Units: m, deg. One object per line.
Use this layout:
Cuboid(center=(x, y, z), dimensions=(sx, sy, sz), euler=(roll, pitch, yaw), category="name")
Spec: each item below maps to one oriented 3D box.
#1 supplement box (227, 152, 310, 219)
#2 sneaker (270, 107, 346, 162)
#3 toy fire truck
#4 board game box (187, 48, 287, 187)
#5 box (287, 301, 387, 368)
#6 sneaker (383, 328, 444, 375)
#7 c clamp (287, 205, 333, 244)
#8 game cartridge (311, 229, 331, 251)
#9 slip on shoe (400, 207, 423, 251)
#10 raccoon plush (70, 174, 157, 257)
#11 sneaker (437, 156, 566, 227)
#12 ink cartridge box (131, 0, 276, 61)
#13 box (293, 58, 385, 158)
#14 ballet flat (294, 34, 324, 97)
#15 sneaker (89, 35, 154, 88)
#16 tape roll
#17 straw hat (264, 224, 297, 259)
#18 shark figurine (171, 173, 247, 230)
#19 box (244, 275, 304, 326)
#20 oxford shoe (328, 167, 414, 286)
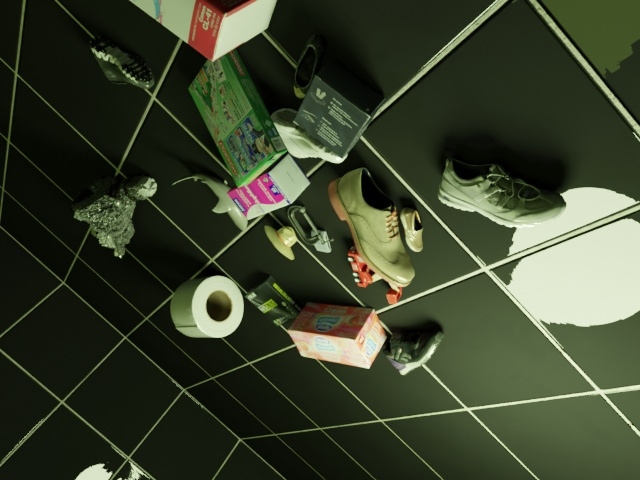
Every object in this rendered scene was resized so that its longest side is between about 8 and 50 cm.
Cuboid(center=(-0.156, -0.156, 1.518), dimensions=(0.220, 0.114, 0.111), euler=(-16, 118, 48), category="supplement box")
Cuboid(center=(-0.027, -0.256, 1.349), dimensions=(0.232, 0.090, 0.115), euler=(33, 149, 21), category="sneaker")
Cuboid(center=(0.168, 0.103, 1.575), dimensions=(0.135, 0.047, 0.192), euler=(7, 132, 33), category="toy fire truck")
Cuboid(center=(-0.228, -0.327, 1.369), dimensions=(0.213, 0.046, 0.317), euler=(-29, 88, 50), category="board game box")
Cuboid(center=(0.056, 0.327, 1.805), dimensions=(0.300, 0.154, 0.142), euler=(1, 129, 39), category="box")
Cuboid(center=(0.289, 0.346, 1.684), dimensions=(0.124, 0.107, 0.283), euler=(40, 142, 7), category="sneaker")
Cuboid(center=(-0.037, -0.047, 1.592), dimensions=(0.160, 0.022, 0.137), euler=(53, 146, -2), category="c clamp")
Cuboid(center=(0.000, 0.000, 1.630), dimensions=(0.056, 0.017, 0.083), euler=(7, 133, 28), category="game cartridge")
Cuboid(center=(0.254, -0.027, 1.374), dimensions=(0.041, 0.051, 0.135), euler=(5, 124, 44), category="slip on shoe")
Cuboid(center=(-0.766, -0.076, 2.024), dimensions=(0.446, 0.216, 0.299), euler=(4, 138, 36), category="raccoon plush")
Cuboid(center=(0.392, -0.111, 1.133), dimensions=(0.281, 0.105, 0.115), euler=(15, 137, 27), category="sneaker")
Cuboid(center=(-0.273, -0.560, 1.109), dimensions=(0.306, 0.226, 0.131), euler=(37, 142, 0), category="ink cartridge box")
Cuboid(center=(0.042, -0.309, 1.220), dimensions=(0.156, 0.093, 0.158), euler=(38, 143, 1), category="box")
Cuboid(center=(-0.036, -0.408, 1.217), dimensions=(0.057, 0.049, 0.173), euler=(33, 142, 7), category="ballet flat")
Cuboid(center=(-0.587, -0.507, 1.537), dimensions=(0.234, 0.078, 0.106), euler=(35, 145, 10), category="sneaker")
Cuboid(center=(-0.457, 0.270, 2.080), dimensions=(0.169, 0.246, 0.246), euler=(-10, 122, 43), category="tape roll")
Cuboid(center=(-0.111, -0.012, 1.663), dimensions=(0.061, 0.144, 0.144), euler=(-38, 104, 13), category="straw hat")
Cuboid(center=(-0.342, -0.141, 1.682), dimensions=(0.278, 0.116, 0.166), euler=(41, 141, -7), category="shark figurine")
Cuboid(center=(-0.180, 0.239, 1.990), dimensions=(0.184, 0.045, 0.191), euler=(44, 141, -11), category="box")
Cuboid(center=(0.157, -0.032, 1.361), dimensions=(0.130, 0.123, 0.348), euler=(-30, 99, 46), category="oxford shoe")
